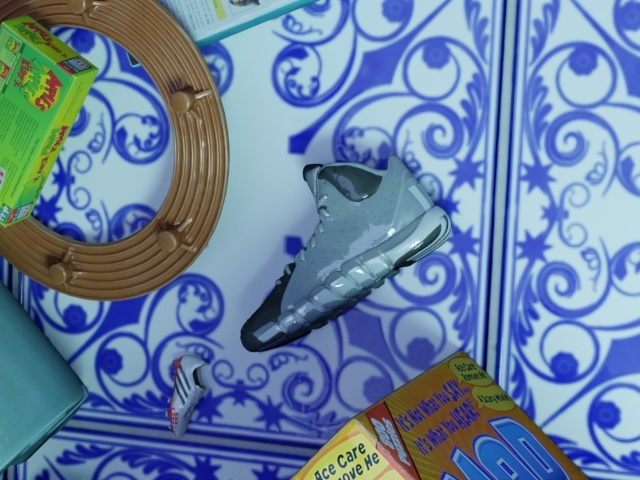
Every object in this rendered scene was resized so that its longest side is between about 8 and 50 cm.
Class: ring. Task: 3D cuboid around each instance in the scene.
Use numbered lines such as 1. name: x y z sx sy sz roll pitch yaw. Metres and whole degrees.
1. ring: -0.240 -0.099 1.561 0.337 0.032 0.336 8 110 23

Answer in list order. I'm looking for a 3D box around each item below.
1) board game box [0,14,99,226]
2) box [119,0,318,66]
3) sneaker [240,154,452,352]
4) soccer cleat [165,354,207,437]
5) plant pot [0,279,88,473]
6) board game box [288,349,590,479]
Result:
1. board game box: -0.291 -0.113 1.538 0.092 0.043 0.181 37 119 11
2. box: -0.079 -0.251 1.517 0.244 0.060 0.100 -19 90 19
3. sneaker: 0.000 0.000 1.511 0.229 0.086 0.132 -33 79 8
4. soccer cleat: -0.131 0.155 1.589 0.036 0.029 0.083 6 92 22
5. plant pot: -0.426 0.115 1.541 0.341 0.341 0.334 -43 89 17
6. board game box: 0.083 0.362 1.365 0.356 0.356 0.356 46 106 9
